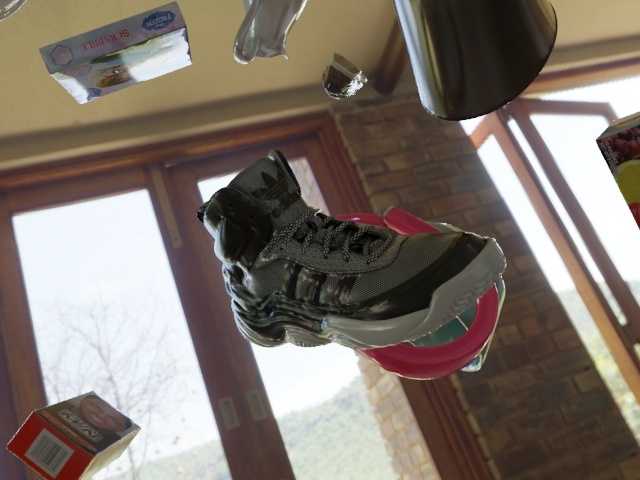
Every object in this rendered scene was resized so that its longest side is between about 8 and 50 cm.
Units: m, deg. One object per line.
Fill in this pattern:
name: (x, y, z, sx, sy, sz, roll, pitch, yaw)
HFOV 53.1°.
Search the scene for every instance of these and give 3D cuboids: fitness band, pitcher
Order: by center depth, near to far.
fitness band: (0.096, 0.059, 0.858, 0.209, 0.291, 0.054, -41, -31, -28)
pitcher: (-0.095, -0.426, 1.146, 0.178, 0.126, 0.207, -54, -17, -58)

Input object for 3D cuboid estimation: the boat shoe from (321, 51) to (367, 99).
boat shoe: (0.048, -0.390, 1.551, 0.092, 0.103, 0.285, -51, 4, 12)

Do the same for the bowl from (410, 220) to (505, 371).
bowl: (0.222, 0.084, 1.215, 0.163, 0.311, 0.311, -46, -16, -19)

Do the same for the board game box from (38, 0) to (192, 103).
board game box: (-0.475, -0.444, 1.550, 0.318, 0.065, 0.319, -22, 4, -8)

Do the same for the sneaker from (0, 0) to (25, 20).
sneaker: (-0.488, -0.314, 0.773, 0.305, 0.114, 0.152, -20, 9, -5)

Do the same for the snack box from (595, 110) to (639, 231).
snack box: (0.250, -0.045, 0.374, 0.037, 0.100, 0.141, -38, 12, -37)

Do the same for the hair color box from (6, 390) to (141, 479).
hair color box: (-0.235, 0.192, 0.628, 0.043, 0.072, 0.141, -54, -4, -5)

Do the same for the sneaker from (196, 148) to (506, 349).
sneaker: (0.000, 0.000, 0.504, 0.269, 0.153, 0.101, -13, 21, 43)

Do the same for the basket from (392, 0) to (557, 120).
basket: (0.165, -0.272, 0.736, 0.204, 0.154, 0.227, -47, -31, 6)
